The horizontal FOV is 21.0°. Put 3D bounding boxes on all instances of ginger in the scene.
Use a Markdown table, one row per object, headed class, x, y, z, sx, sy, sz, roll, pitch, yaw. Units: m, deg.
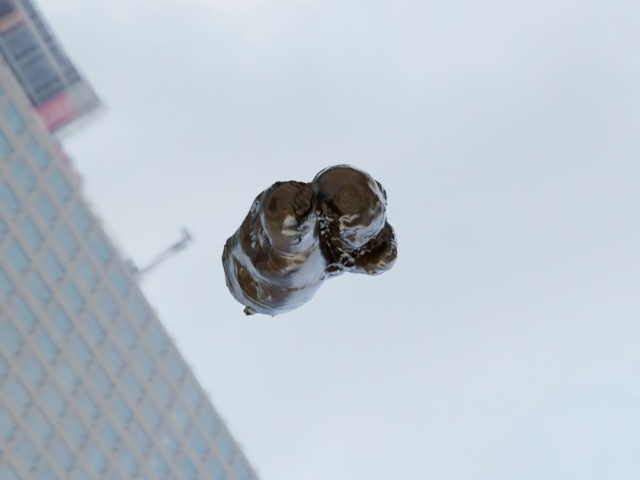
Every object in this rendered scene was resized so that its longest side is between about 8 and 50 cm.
| class | x | y | z | sx | sy | sz | roll | pitch | yaw |
| --- | --- | --- | --- | --- | --- | --- | --- | --- | --- |
| ginger | 0.000 | 0.000 | 1.079 | 0.103 | 0.073 | 0.162 | -22 | 171 | -18 |
